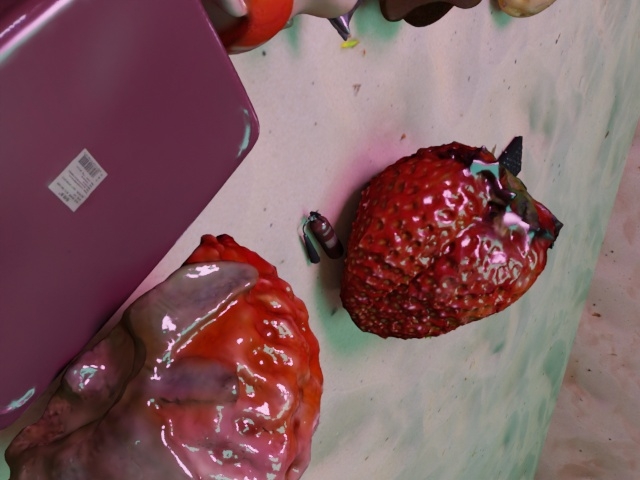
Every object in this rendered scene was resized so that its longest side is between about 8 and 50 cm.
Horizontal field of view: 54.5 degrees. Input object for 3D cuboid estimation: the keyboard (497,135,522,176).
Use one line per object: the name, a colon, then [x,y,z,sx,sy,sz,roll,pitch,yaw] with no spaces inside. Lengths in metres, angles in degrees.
keyboard: [0.314,-0.081,1.185,0.309,0.018,0.100,-47,142,-30]

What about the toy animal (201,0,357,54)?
toy animal: [-0.049,-0.227,0.435,0.171,0.171,0.197,24,88,-57]

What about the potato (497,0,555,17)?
potato: [0.344,-0.423,0.960,0.109,0.118,0.178,44,82,-18]

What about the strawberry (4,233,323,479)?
strawberry: [-0.102,0.138,0.468,0.265,0.149,0.336,-53,-178,-14]

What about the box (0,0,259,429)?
box: [-0.184,-0.051,0.356,0.294,0.168,0.193,-54,142,-22]

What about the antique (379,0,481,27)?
antique: [0.108,-0.349,0.655,0.143,0.121,0.256,-77,156,-43]

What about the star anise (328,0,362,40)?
star anise: [0.017,-0.270,0.557,0.180,0.061,0.204,102,-14,-69]

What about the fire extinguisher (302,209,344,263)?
fire extinguisher: [-0.004,-0.003,0.772,0.046,0.032,0.100,-30,142,3]

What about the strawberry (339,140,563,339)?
strawberry: [0.151,0.010,0.835,0.288,0.250,0.238,-52,-175,14]
